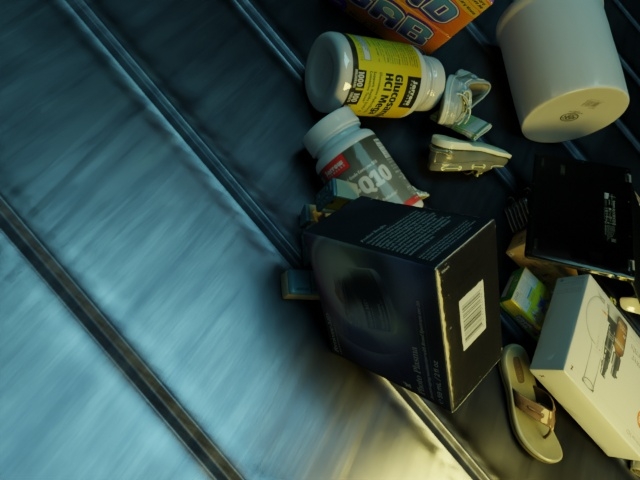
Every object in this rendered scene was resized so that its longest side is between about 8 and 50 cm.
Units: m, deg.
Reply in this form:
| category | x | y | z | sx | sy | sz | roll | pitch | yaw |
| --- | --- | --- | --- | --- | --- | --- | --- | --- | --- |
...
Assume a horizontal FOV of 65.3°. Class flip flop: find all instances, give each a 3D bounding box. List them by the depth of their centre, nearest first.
| category | x | y | z | sx | sy | sz | roll | pitch | yaw |
| --- | --- | --- | --- | --- | --- | --- | --- | --- | --- |
| flip flop | 0.503 | 0.379 | 1.179 | 0.112 | 0.080 | 0.277 | 1 | 68 | -28 |

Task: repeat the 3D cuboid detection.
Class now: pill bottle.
| category | x | y | z | sx | sy | sz | roll | pitch | yaw |
| --- | --- | --- | --- | --- | --- | --- | --- | --- | --- |
| pill bottle | 0.091 | -0.149 | 1.138 | 0.161 | 0.161 | 0.283 | -33 | 86 | -35 |
| pill bottle | 0.144 | -0.409 | 1.264 | 0.333 | 0.188 | 0.188 | -5 | 71 | -29 |

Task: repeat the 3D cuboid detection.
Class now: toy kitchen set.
| category | x | y | z | sx | sy | sz | roll | pitch | yaw |
| --- | --- | --- | --- | --- | --- | --- | --- | --- | --- |
| toy kitchen set | 0.000 | 0.000 | 1.020 | 0.122 | 0.166 | 0.207 | 5 | 67 | -27 |

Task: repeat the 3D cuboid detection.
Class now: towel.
| category | x | y | z | sx | sy | sz | roll | pitch | yaw |
| --- | --- | --- | --- | --- | --- | --- | --- | --- | --- |
| towel | 0.401 | -0.338 | 1.433 | 0.152 | 0.023 | 0.113 | 32 | 44 | 24 |

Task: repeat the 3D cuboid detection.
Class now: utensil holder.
| category | x | y | z | sx | sy | sz | roll | pitch | yaw |
| --- | --- | --- | --- | --- | --- | --- | --- | --- | --- |
| utensil holder | 0.756 | -0.551 | 1.584 | 0.327 | 0.327 | 0.386 | 6 | 69 | -26 |

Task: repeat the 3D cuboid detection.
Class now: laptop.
| category | x | y | z | sx | sy | sz | roll | pitch | yaw |
| --- | --- | --- | --- | --- | --- | --- | --- | --- | --- |
| laptop | 0.770 | -0.002 | 1.414 | 0.407 | 0.236 | 0.382 | 13 | 56 | 12 |

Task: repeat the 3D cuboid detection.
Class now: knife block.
| category | x | y | z | sx | sy | sz | roll | pitch | yaw |
| --- | --- | --- | --- | --- | --- | --- | --- | --- | --- |
| knife block | 0.637 | -0.011 | 1.417 | 0.275 | 0.088 | 0.242 | 44 | 56 | -4 |

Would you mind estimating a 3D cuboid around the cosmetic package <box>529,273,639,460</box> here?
| category | x | y | z | sx | sy | sz | roll | pitch | yaw |
| --- | --- | --- | --- | --- | --- | --- | --- | --- | --- |
| cosmetic package | 0.693 | 0.314 | 1.244 | 0.377 | 0.097 | 0.284 | 44 | 60 | -18 |

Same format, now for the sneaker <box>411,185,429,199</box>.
| category | x | y | z | sx | sy | sz | roll | pitch | yaw |
| --- | --- | --- | --- | --- | --- | --- | --- | --- | --- |
| sneaker | 0.245 | -0.125 | 1.289 | 0.083 | 0.032 | 0.037 | -3 | 71 | -30 |

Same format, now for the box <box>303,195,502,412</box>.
| category | x | y | z | sx | sy | sz | roll | pitch | yaw |
| --- | --- | --- | --- | --- | --- | --- | --- | --- | --- |
| box | 0.150 | 0.101 | 0.918 | 0.182 | 0.294 | 0.297 | -32 | 121 | -34 |

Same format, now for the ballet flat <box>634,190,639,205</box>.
| category | x | y | z | sx | sy | sz | roll | pitch | yaw |
| --- | --- | --- | --- | --- | --- | --- | --- | --- | --- |
| ballet flat | 1.074 | -0.066 | 1.673 | 0.106 | 0.107 | 0.316 | -20 | 80 | -43 |

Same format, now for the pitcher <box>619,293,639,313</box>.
| category | x | y | z | sx | sy | sz | roll | pitch | yaw |
| --- | --- | --- | --- | --- | --- | --- | --- | --- | --- |
| pitcher | 1.032 | 0.153 | 1.483 | 0.207 | 0.125 | 0.177 | -43 | 55 | -13 |

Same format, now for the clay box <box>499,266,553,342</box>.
| category | x | y | z | sx | sy | sz | roll | pitch | yaw |
| --- | --- | --- | --- | --- | --- | --- | --- | --- | --- |
| clay box | 0.580 | 0.191 | 1.319 | 0.222 | 0.053 | 0.127 | 44 | 55 | -6 |

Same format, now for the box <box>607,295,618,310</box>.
| category | x | y | z | sx | sy | sz | roll | pitch | yaw |
| --- | --- | --- | --- | --- | --- | --- | --- | --- | --- |
| box | 0.808 | 0.194 | 1.442 | 0.083 | 0.052 | 0.062 | 15 | 62 | -21 |

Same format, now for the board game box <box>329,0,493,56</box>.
| category | x | y | z | sx | sy | sz | roll | pitch | yaw |
| --- | --- | --- | --- | --- | --- | --- | --- | --- | --- |
| board game box | 0.278 | -0.784 | 1.343 | 0.356 | 0.356 | 0.357 | 28 | 78 | -15 |

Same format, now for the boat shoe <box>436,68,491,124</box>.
| category | x | y | z | sx | sy | sz | roll | pitch | yaw |
| --- | --- | --- | --- | --- | --- | --- | --- | --- | --- |
| boat shoe | 0.402 | -0.402 | 1.403 | 0.103 | 0.118 | 0.320 | 19 | 34 | 18 |

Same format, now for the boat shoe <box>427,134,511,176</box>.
| category | x | y | z | sx | sy | sz | roll | pitch | yaw |
| --- | --- | --- | --- | --- | --- | --- | --- | --- | --- |
| boat shoe | 0.413 | -0.229 | 1.391 | 0.304 | 0.091 | 0.109 | 0 | 24 | -35 |

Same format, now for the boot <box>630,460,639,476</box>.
| category | x | y | z | sx | sy | sz | roll | pitch | yaw |
| --- | --- | --- | --- | --- | --- | --- | --- | --- | --- |
| boot | 0.908 | 0.543 | 1.331 | 0.189 | 0.076 | 0.209 | 22 | 52 | -2 |
